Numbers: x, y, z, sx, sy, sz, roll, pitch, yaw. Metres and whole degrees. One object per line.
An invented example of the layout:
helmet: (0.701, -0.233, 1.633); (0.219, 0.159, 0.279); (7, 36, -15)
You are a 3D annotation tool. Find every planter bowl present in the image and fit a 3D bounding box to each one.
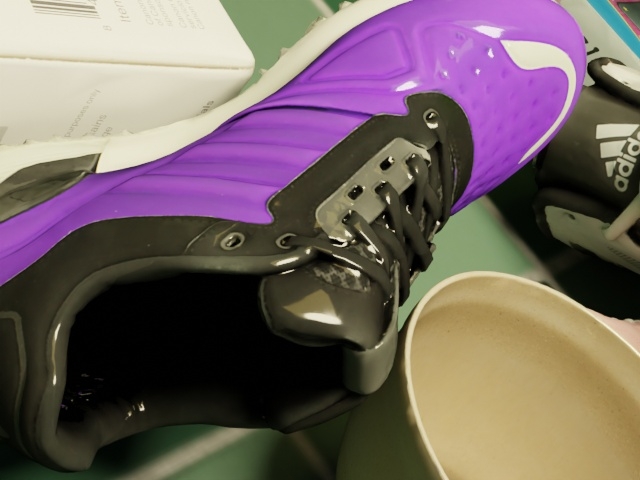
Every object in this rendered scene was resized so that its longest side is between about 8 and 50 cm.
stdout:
planter bowl: (0.070, 0.109, 0.543); (0.162, 0.109, 0.162); (25, 38, -21)

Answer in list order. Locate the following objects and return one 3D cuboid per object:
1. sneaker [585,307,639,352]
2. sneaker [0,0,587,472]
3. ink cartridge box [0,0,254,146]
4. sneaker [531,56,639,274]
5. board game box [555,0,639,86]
sneaker: (0.153, 0.062, 0.727); (0.134, 0.051, 0.070); (24, 17, -4)
sneaker: (0.000, 0.001, 0.494); (0.293, 0.102, 0.146); (-26, 39, -19)
ink cartridge box: (-0.197, -0.110, 0.518); (0.283, 0.117, 0.207); (-3, 55, -45)
sneaker: (0.224, 0.011, 0.674); (0.257, 0.169, 0.447); (22, 3, 6)
board game box: (0.206, -0.176, 0.984); (0.303, 0.097, 0.224); (-16, 63, -50)
